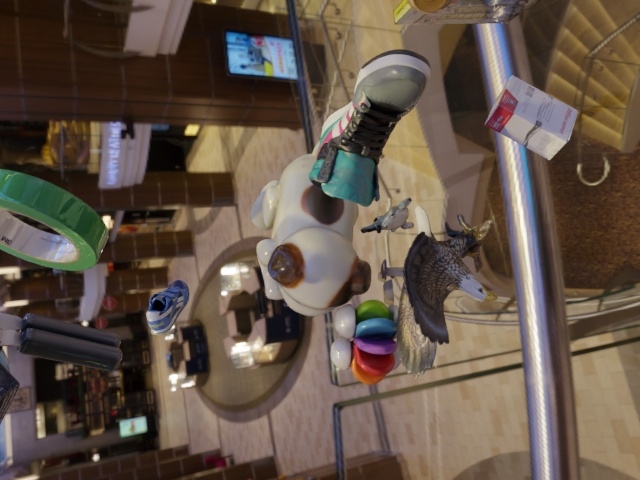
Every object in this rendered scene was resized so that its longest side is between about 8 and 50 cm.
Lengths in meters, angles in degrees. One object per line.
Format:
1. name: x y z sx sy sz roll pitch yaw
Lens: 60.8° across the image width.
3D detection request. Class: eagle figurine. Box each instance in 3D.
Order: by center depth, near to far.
1. eagle figurine: 0.226 0.083 1.050 0.226 0.298 0.225 53 158 -19

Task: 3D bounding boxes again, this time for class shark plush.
1. shark plush: 0.154 -0.041 1.269 0.067 0.161 0.073 14 133 45

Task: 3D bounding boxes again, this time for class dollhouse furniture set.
1. dollhouse furniture set: 0.192 0.118 1.358 0.091 0.081 0.115 102 169 -61

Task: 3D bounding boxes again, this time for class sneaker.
1. sneaker: 0.065 -0.148 0.849 0.295 0.123 0.179 140 141 -64
2. sneaker: -0.311 0.123 1.112 0.144 0.053 0.059 -79 -25 -53

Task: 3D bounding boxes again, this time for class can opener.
1. can opener: -0.465 0.163 0.879 0.093 0.280 0.074 -58 37 19

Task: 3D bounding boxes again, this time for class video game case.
1. video game case: 0.313 -0.482 1.059 0.248 0.274 0.035 178 86 -76

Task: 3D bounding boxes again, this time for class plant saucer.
1. plant saucer: 0.187 -0.420 0.928 0.083 0.083 0.015 127 156 -52

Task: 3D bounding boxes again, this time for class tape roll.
1. tape roll: -0.670 -0.038 1.282 0.321 0.321 0.077 133 155 -55

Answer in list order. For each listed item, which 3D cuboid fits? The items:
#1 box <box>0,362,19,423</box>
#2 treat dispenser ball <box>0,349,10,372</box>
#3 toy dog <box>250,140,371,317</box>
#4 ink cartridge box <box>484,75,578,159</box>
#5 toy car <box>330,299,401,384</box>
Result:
1. box: -0.519 0.163 0.649 0.247 0.142 0.163 44 122 5
2. treat dispenser ball: -0.883 0.331 1.265 0.288 0.287 0.289 15 107 62
3. toy dog: 0.000 0.000 1.309 0.396 0.284 0.408 -58 23 35
4. ink cartridge box: 0.378 -0.220 0.978 0.099 0.135 0.056 -57 -5 -34
5. toy car: 0.112 0.223 1.174 0.136 0.159 0.182 -122 37 -71
